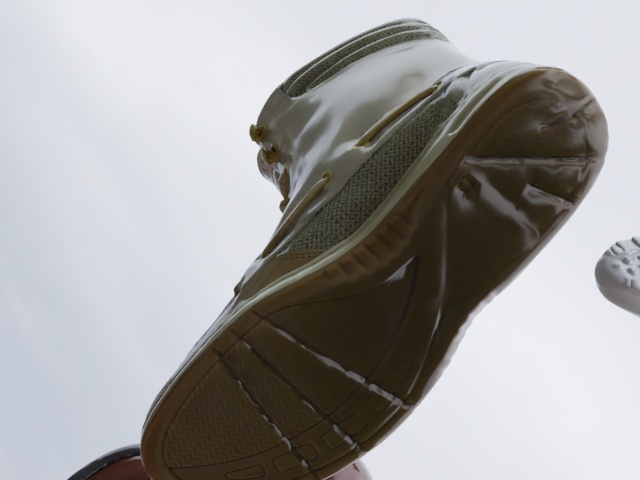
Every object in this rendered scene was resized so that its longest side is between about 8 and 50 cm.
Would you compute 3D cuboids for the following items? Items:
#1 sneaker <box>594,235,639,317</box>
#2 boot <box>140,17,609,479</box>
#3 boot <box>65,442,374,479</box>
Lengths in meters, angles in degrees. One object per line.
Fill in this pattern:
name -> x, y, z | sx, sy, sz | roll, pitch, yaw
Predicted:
sneaker -> 0.328, 0.062, 1.344 | 0.095, 0.235, 0.090 | -54, -145, 38
boot -> 0.000, 0.000, 0.623 | 0.077, 0.213, 0.165 | 45, -1, -26
boot -> -0.041, 0.236, 1.021 | 0.280, 0.264, 0.096 | 38, -46, 50
